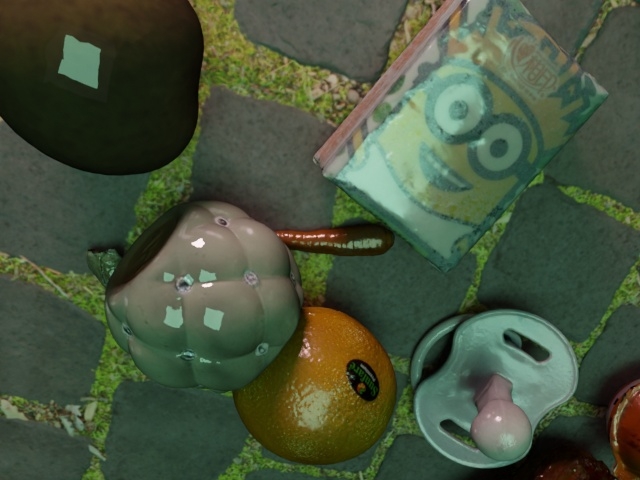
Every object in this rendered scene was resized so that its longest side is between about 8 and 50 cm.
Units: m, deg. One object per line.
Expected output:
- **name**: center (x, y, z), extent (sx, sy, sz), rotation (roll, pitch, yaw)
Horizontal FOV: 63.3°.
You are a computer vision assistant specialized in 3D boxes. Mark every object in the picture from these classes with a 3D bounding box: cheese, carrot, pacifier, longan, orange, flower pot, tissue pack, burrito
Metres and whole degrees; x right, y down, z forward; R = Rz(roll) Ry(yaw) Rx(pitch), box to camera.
- **cheese**: center (0.622, 0.288, 0.902), extent (0.217, 0.129, 0.329), rotation (29, 93, -13)
- **carrot**: center (0.000, 0.000, 0.765), extent (0.216, 0.048, 0.048), rotation (0, 111, -1)
- **pacifier**: center (0.257, 0.241, 0.792), extent (0.238, 0.226, 0.287), rotation (33, 104, 2)
- **longan**: center (-0.237, -0.190, 0.570), extent (0.248, 0.248, 0.248), rotation (-2, 111, -6)
- **orange**: center (-0.008, 0.206, 0.748), extent (0.237, 0.236, 0.236), rotation (-2, 111, -6)
- **flower pot**: center (-0.148, 0.067, 0.666), extent (0.246, 0.246, 0.195), rotation (-41, 118, 9)
- **tissue pack**: center (0.175, -0.144, 0.683), extent (0.228, 0.128, 0.311), rotation (37, 101, -18)
- **burrito**: center (-0.280, 0.081, 0.759), extent (0.051, 0.042, 0.171), rotation (-13, 110, 31)

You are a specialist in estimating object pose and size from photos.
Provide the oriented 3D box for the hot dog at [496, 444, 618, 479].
- **hot dog**: center (0.374, 0.539, 0.942), extent (0.388, 0.174, 0.267), rotation (-37, 108, 9)
